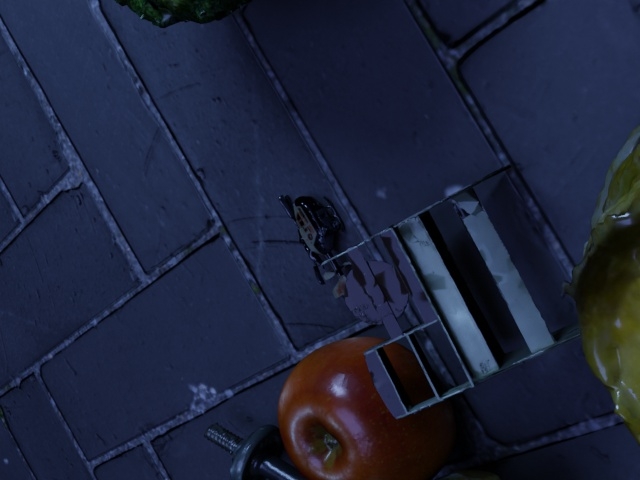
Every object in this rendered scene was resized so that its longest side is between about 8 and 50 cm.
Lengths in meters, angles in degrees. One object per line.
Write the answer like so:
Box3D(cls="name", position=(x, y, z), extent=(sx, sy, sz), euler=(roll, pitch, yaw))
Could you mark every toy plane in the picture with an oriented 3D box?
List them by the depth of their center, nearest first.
Box3D(cls="toy plane", position=(0.000, 0.000, 0.817), extent=(0.049, 0.031, 0.120), euler=(-35, 82, 46))

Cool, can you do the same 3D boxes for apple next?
Box3D(cls="apple", position=(0.040, 0.166, 0.774), extent=(0.163, 0.139, 0.163), euler=(5, 98, 37))

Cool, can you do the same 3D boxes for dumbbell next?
Box3D(cls="dumbbell", position=(-0.025, 0.263, 0.904), extent=(0.254, 0.082, 0.081), euler=(23, 120, 27))

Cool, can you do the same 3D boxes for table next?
Box3D(cls="table", position=(0.109, 0.043, 0.689), extent=(0.175, 0.062, 0.146), euler=(-28, 88, 18))

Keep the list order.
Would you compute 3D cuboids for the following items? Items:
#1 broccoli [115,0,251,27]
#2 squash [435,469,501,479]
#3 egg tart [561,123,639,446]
Box3D(cls="broccoli", position=(-0.099, -0.314, 0.630), extent=(0.308, 0.275, 0.307), euler=(-5, 77, 23))
Box3D(cls="squash", position=(0.125, 0.360, 0.688), extent=(0.310, 0.310, 0.308), euler=(-18, 94, 41))
Box3D(cls="egg tart", position=(0.272, 0.056, 0.500), extent=(0.345, 0.133, 0.345), euler=(39, 140, 44))
